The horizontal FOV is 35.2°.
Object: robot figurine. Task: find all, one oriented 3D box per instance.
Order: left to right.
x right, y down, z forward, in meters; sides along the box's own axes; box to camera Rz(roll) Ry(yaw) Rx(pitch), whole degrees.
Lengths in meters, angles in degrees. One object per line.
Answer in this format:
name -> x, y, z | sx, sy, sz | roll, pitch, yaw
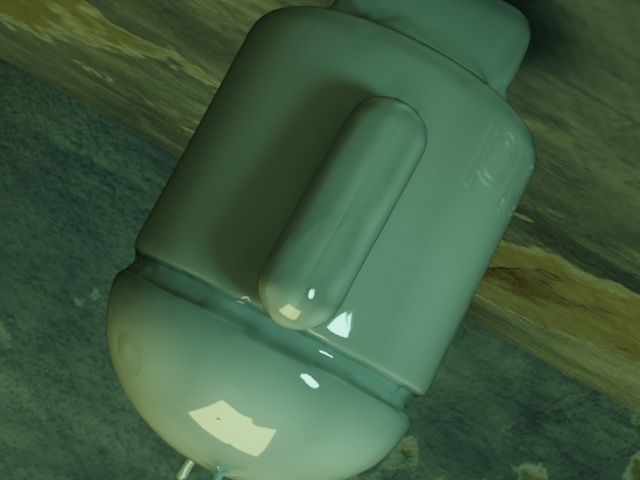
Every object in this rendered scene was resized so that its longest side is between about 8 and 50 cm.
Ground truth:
robot figurine -> 0.000, 0.000, 0.623 | 0.199, 0.353, 0.300 | 27, 173, 3
